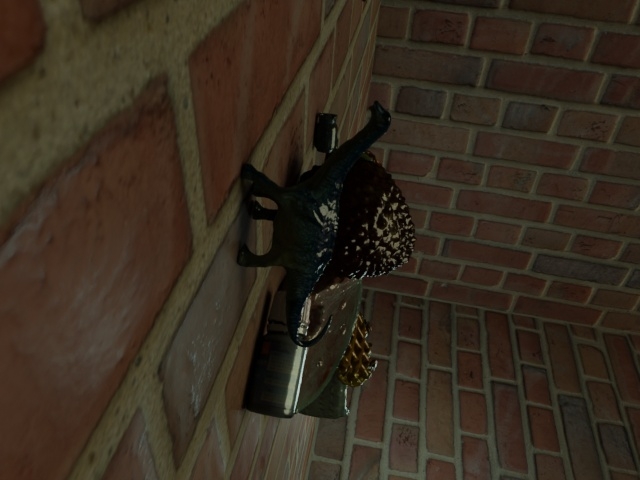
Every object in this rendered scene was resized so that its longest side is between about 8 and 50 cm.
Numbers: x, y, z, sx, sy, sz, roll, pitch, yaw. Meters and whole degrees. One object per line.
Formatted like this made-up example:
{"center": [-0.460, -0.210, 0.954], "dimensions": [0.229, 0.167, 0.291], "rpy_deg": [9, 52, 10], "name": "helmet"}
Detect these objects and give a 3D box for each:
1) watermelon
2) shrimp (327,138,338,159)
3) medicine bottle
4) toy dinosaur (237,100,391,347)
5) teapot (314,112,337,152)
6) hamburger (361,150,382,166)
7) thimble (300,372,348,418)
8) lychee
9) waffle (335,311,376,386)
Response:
{"center": [-0.042, 0.177, 1.056], "dimensions": [0.319, 0.148, 0.226], "rpy_deg": [-65, 152, -15], "name": "watermelon"}
{"center": [0.026, -0.193, 1.341], "dimensions": [0.296, 0.058, 0.169], "rpy_deg": [-78, 171, -75], "name": "shrimp"}
{"center": [-0.064, 0.190, 0.870], "dimensions": [0.083, 0.083, 0.203], "rpy_deg": [81, 20, -72], "name": "medicine bottle"}
{"center": [-0.029, -0.012, 0.644], "dimensions": [0.076, 0.147, 0.363], "rpy_deg": [-67, 172, -60], "name": "toy dinosaur"}
{"center": [0.015, -0.239, 1.138], "dimensions": [0.063, 0.049, 0.083], "rpy_deg": [-68, 165, -66], "name": "teapot"}
{"center": [0.106, -0.193, 1.587], "dimensions": [0.137, 0.175, 0.175], "rpy_deg": [-54, 156, -48], "name": "hamburger"}
{"center": [0.006, 0.403, 1.489], "dimensions": [0.205, 0.171, 0.250], "rpy_deg": [-76, 171, -56], "name": "thimble"}
{"center": [0.058, -0.038, 0.964], "dimensions": [0.236, 0.271, 0.236], "rpy_deg": [-35, -140, 36], "name": "lychee"}
{"center": [0.054, 0.226, 1.370], "dimensions": [0.302, 0.068, 0.325], "rpy_deg": [22, 50, -58], "name": "waffle"}
